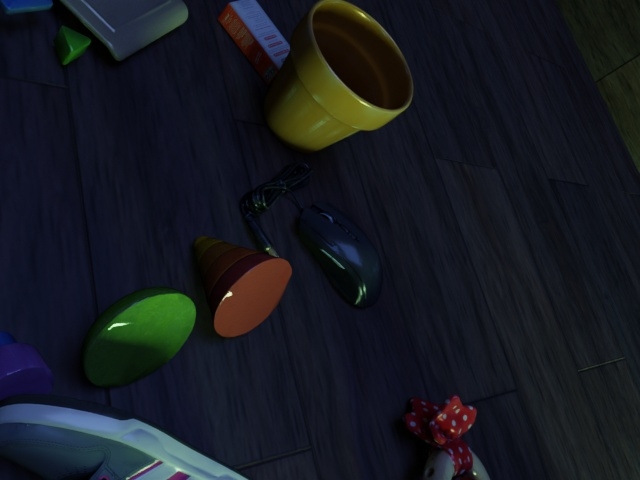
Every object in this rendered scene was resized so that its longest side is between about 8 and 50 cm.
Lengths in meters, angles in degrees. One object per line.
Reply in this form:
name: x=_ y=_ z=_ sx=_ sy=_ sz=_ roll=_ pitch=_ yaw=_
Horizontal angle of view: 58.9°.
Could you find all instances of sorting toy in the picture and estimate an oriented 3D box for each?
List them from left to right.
sorting toy: x=-0.307 y=-0.361 z=0.807 sx=0.196 sy=0.047 sz=0.348 roll=48 pitch=44 yaw=-15
sorting toy: x=-0.204 y=0.065 z=0.630 sx=0.365 sy=0.127 sz=0.126 roll=-19 pitch=50 yaw=-43

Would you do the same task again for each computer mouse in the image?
computer mouse: x=0.000 y=0.000 z=0.853 sx=0.184 sy=0.060 sz=0.262 roll=-33 pitch=89 yaw=-47

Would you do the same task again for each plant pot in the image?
plant pot: x=0.011 y=-0.241 z=0.911 sx=0.205 sy=0.188 sz=0.205 roll=21 pitch=54 yaw=-31

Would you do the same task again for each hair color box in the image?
hair color box: x=-0.103 y=-0.344 z=0.976 sx=0.141 sy=0.043 sz=0.072 roll=53 pitch=43 yaw=-2

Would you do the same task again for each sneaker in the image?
sneaker: x=-0.176 y=0.269 z=0.492 sx=0.295 sy=0.124 sz=0.178 roll=38 pitch=38 yaw=-27

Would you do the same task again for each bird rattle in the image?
bird rattle: x=0.181 y=0.353 z=0.796 sx=0.207 sy=0.143 sz=0.253 roll=51 pitch=29 yaw=-22
